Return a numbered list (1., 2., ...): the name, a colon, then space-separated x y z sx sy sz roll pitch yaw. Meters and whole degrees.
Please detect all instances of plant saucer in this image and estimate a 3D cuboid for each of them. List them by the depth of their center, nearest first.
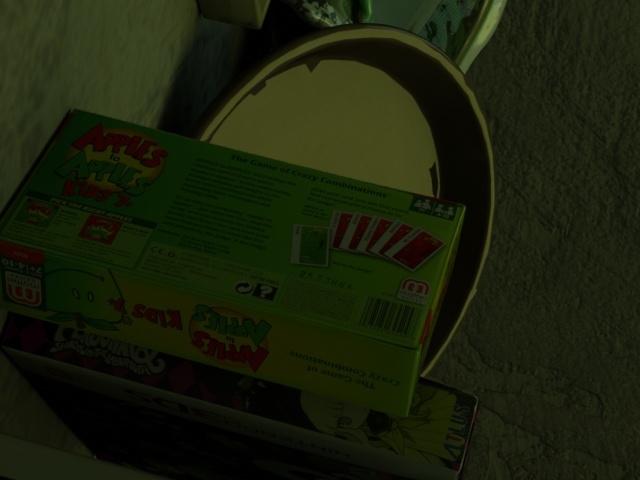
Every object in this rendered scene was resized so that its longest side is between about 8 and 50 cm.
1. plant saucer: 0.000 0.000 0.915 0.278 0.041 0.278 -18 119 -37

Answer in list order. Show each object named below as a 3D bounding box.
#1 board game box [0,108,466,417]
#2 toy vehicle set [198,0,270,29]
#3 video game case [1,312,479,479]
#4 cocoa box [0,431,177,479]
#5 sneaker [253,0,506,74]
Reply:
1. board game box: -0.038 0.007 0.632 0.092 0.181 0.043 -67 169 -46
2. toy vehicle set: -0.018 -0.269 0.807 0.166 0.035 0.267 83 23 -69
3. video game case: -0.031 0.096 0.742 0.232 0.210 0.042 85 22 -69
4. cocoa box: -0.010 0.249 0.657 0.228 0.347 0.231 82 23 -72
5. sneaker: 0.026 -0.153 1.008 0.182 0.158 0.410 45 54 -64
